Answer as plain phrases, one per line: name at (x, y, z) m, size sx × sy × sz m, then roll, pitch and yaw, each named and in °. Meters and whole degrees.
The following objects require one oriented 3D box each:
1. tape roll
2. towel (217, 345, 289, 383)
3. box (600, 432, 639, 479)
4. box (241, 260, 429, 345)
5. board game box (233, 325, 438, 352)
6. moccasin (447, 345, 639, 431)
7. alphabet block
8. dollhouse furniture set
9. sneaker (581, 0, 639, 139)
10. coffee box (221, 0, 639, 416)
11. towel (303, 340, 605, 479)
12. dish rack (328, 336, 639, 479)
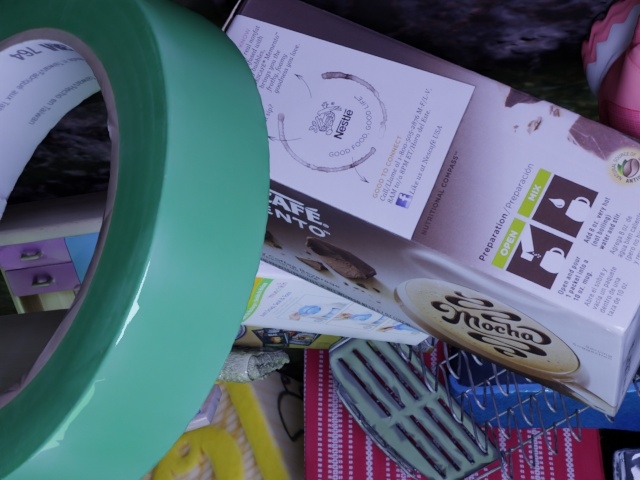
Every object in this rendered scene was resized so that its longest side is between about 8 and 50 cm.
tape roll at (-0.164, 0.001, 1.025) m, size 0.321 × 0.321 × 0.077 m, roll -22°, pitch 149°, yaw 40°
towel at (-0.093, 0.105, 1.574) m, size 0.110 × 0.027 × 0.148 m, roll 4°, pitch -177°, yaw 12°
box at (0.429, 0.418, 1.693) m, size 0.297 × 0.471 × 0.480 m, roll -6°, pitch 175°, yaw 7°
box at (0.000, 0.000, 1.292) m, size 0.203 × 0.114 × 0.103 m, roll 7°, pitch 156°, yaw -23°
board game box at (-0.008, 0.045, 1.490) m, size 0.243 × 0.042 × 0.165 m, roll 3°, pitch 157°, yaw -8°
moccasin at (0.284, 0.094, 1.531) m, size 0.342 × 0.117 × 0.137 m, roll 3°, pitch 151°, yaw 0°
alphabet block at (-0.067, 0.257, 1.736) m, size 0.193 × 0.192 × 0.197 m, roll -39°, pitch 145°, yaw 17°
dollhouse furniture set at (-0.239, 0.130, 1.281) m, size 0.286 × 0.303 × 0.198 m, roll -8°, pitch 118°, yaw 16°
sneaker at (0.235, -0.113, 1.011) m, size 0.116 × 0.136 × 0.314 m, roll 0°, pitch 157°, yaw -5°
coffee box at (0.070, -0.023, 1.083) m, size 0.297 × 0.119 × 0.168 m, roll 24°, pitch 163°, yaw 15°
towel at (0.120, 0.166, 1.576) m, size 0.275 × 0.199 × 0.031 m, roll 4°, pitch 141°, yaw -5°
dish rack at (0.151, 0.100, 1.417) m, size 0.271 × 0.074 × 0.208 m, roll -32°, pitch 115°, yaw 17°
